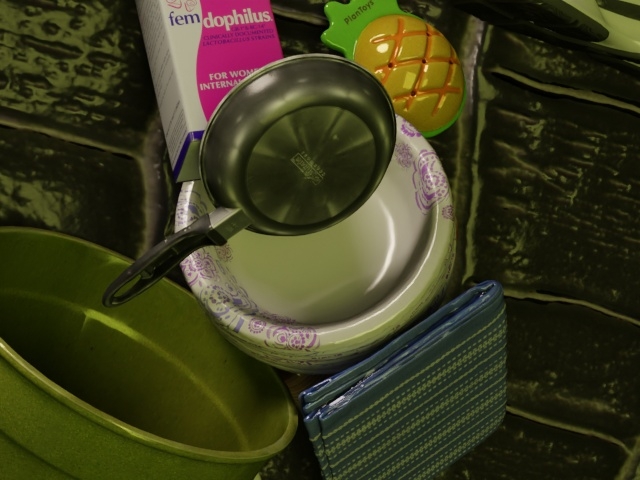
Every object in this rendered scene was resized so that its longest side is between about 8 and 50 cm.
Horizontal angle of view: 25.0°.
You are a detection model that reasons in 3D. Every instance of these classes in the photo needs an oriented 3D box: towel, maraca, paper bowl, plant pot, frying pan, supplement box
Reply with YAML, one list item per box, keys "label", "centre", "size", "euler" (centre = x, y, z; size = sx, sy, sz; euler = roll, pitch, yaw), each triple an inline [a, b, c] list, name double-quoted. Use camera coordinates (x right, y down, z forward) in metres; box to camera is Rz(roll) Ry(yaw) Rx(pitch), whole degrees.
- label: "towel"
  centre: [0.096, 0.183, 1.528]
  size: [0.243, 0.040, 0.336]
  euler: [-33, 150, -12]
- label: "maraca"
  centre: [0.080, -0.194, 1.546]
  size: [0.127, 0.099, 0.186]
  euler: [-42, 95, -25]
- label: "paper bowl"
  centre: [0.000, 0.000, 1.499]
  size: [0.284, 0.284, 0.148]
  euler: [-37, 157, -7]
- label: "plant pot"
  centre: [-0.269, 0.232, 1.431]
  size: [0.366, 0.366, 0.353]
  euler: [25, 108, -24]
- label: "frying pan"
  centre: [-0.075, -0.057, 1.346]
  size: [0.326, 0.053, 0.197]
  euler: [-23, 129, -8]
- label: "supplement box"
  centre: [-0.106, -0.184, 1.420]
  size: [0.111, 0.114, 0.220]
  euler: [-10, 73, -17]

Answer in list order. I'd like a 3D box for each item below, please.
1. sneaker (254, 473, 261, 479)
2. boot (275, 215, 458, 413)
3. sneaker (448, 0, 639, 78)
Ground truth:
- label: "sneaker"
  centre: [-0.145, 0.363, 1.603]
  size: [0.148, 0.131, 0.350]
  euler: [-8, 108, -22]
- label: "boot"
  centre: [0.100, 0.123, 1.641]
  size: [0.283, 0.109, 0.220]
  euler: [-52, 123, -12]
- label: "sneaker"
  centre: [0.305, -0.341, 1.569]
  size: [0.447, 0.169, 0.258]
  euler: [16, 91, -31]
